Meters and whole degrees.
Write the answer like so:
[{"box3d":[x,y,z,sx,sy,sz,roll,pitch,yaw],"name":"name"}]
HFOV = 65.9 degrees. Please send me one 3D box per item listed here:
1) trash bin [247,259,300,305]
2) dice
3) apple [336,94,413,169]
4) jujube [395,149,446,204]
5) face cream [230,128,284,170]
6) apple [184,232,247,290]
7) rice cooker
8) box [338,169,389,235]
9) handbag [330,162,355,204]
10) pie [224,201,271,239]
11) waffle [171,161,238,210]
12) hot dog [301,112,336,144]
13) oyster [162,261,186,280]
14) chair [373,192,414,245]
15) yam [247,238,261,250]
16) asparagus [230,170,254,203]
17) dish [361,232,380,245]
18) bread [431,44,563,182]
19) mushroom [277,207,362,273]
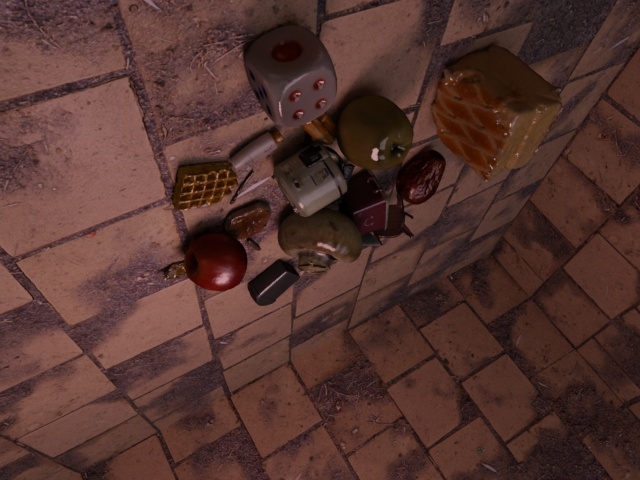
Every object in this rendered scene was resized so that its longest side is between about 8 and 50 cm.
[{"box3d":[-0.231,0.207,2.360,0.236,0.101,0.177,-41,152,7],"name":"trash bin"},{"box3d":[-0.078,-0.436,1.322,0.193,0.194,0.191,-32,153,-9],"name":"dice"},{"box3d":[0.184,-0.365,1.697,0.263,0.262,0.262,-27,153,-15],"name":"apple"},{"box3d":[0.459,-0.285,2.238,0.190,0.190,0.255,-3,139,-47],"name":"jujube"},{"box3d":[-0.203,-0.291,1.584,0.182,0.051,0.072,-33,150,-4],"name":"face cream"},{"box3d":[-0.383,0.079,1.821,0.202,0.218,0.218,-1,139,-42],"name":"apple"},{"box3d":[-0.030,-0.219,1.717,0.244,0.226,0.226,-31,154,-1],"name":"rice cooker"},{"box3d":[0.179,-0.148,2.138,0.168,0.193,0.294,-22,153,-6],"name":"box"},{"box3d":[0.006,-0.222,1.926,0.271,0.088,0.175,-12,136,-32],"name":"handbag"},{"box3d":[-0.274,-0.072,1.884,0.195,0.046,0.195,-27,155,-14],"name":"pie"},{"box3d":[-0.362,-0.176,1.592,0.211,0.055,0.160,-14,147,-38],"name":"waffle"},{"box3d":[-0.018,-0.388,1.611,0.249,0.076,0.102,27,77,-65],"name":"hot dog"},{"box3d":[-0.535,0.110,1.909,0.121,0.045,0.146,-51,153,2],"name":"oyster"},{"box3d":[0.325,-0.094,2.302,0.183,0.175,0.326,-4,165,18],"name":"chair"},{"box3d":[-0.278,0.020,2.064,0.021,0.021,0.116,-36,156,2],"name":"yam"},{"box3d":[-0.277,-0.181,1.728,0.162,0.016,0.016,-51,169,29],"name":"asparagus"},{"box3d":[0.139,-0.021,2.319,0.182,0.243,0.080,0,96,-53],"name":"dish"},{"box3d":[0.657,-0.484,1.895,0.280,0.390,0.371,-32,156,-17],"name":"bread"},{"box3d":[0.000,0.000,2.021,0.353,0.260,0.352,8,166,2],"name":"mushroom"}]
